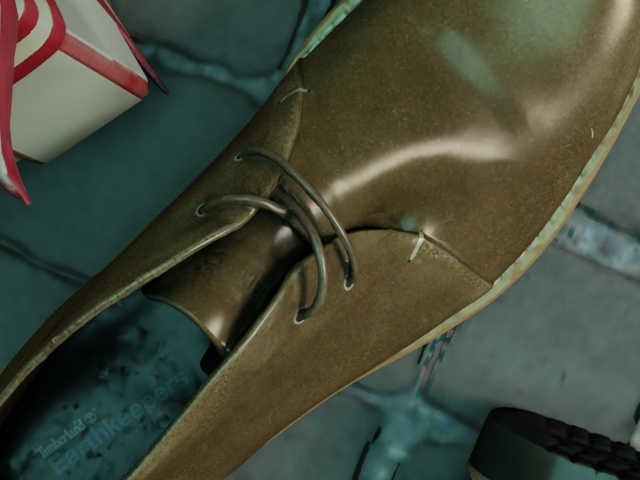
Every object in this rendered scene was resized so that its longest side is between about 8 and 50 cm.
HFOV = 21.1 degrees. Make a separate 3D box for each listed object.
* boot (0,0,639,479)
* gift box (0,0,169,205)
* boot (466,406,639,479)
[{"bbox_3d":[0.000,0.000,0.561,0.305,0.115,0.112,-44,88,4],"label":"boot"},{"bbox_3d":[-0.197,-0.085,0.503,0.258,0.255,0.276,-33,85,7],"label":"gift box"},{"bbox_3d":[0.126,0.157,0.589,0.198,0.077,0.137,24,100,15],"label":"boot"}]
